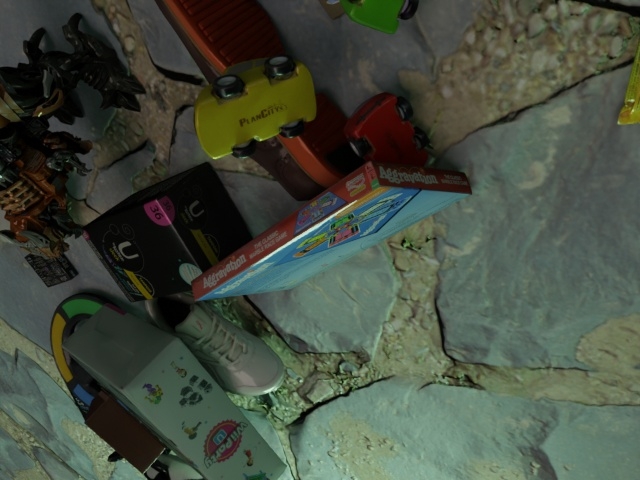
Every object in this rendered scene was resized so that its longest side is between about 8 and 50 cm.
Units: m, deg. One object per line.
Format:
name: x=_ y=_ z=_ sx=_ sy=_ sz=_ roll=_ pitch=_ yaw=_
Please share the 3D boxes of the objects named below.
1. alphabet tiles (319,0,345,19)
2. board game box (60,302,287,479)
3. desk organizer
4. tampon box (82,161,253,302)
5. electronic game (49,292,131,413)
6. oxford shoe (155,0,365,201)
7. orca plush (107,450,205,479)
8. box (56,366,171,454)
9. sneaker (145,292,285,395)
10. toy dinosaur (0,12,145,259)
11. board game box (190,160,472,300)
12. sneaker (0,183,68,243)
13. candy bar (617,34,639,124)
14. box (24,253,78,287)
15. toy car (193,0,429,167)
alphabet tiles: x=0.012 y=-0.318 z=0.362 sx=0.342 sy=0.011 sz=0.285 roll=-18 pitch=126 yaw=38
board game box: x=-0.213 y=0.246 z=0.818 sx=0.223 sy=0.097 sz=0.304 roll=11 pitch=139 yaw=47
desk organizer: x=-0.296 y=0.286 z=0.826 sx=0.047 sy=0.050 sz=0.130 roll=2 pitch=133 yaw=53
tampon box: x=-0.191 y=-0.006 z=0.692 sx=0.160 sy=0.101 sz=0.121 roll=-14 pitch=114 yaw=37
electronic game: x=-0.383 y=0.200 z=0.953 sx=0.229 sy=0.048 sz=0.230 roll=7 pitch=107 yaw=25
oxford shoe: x=-0.076 y=-0.145 z=0.534 sx=0.098 sy=0.097 sz=0.271 roll=-27 pitch=107 yaw=46
orca plush: x=-0.307 y=0.468 z=1.064 sx=0.287 sy=0.102 sz=0.151 roll=5 pitch=159 yaw=26
box: x=-0.391 y=0.315 z=1.075 sx=0.220 sy=0.051 sz=0.175 roll=7 pitch=125 yaw=25
sneaker: x=-0.154 y=0.138 z=0.760 sx=0.232 sy=0.090 sz=0.115 roll=27 pitch=158 yaw=9
toy dinosaur: x=-0.326 y=-0.145 z=0.592 sx=0.164 sy=0.218 sz=0.322 roll=19 pitch=129 yaw=18
board game box: x=0.000 y=0.000 z=0.566 sx=0.281 sy=0.145 sz=0.027 roll=-30 pitch=72 yaw=41
sneaker: x=-0.502 y=-0.086 z=0.812 sx=0.292 sy=0.108 sz=0.169 roll=23 pitch=128 yaw=13
candy bar: x=0.245 y=-0.156 z=0.388 sx=0.040 sy=0.018 sz=0.162 roll=7 pitch=125 yaw=21
box: x=-0.459 y=0.043 z=0.939 sx=0.083 sy=0.018 sz=0.067 roll=-16 pitch=113 yaw=37
toy car: x=0.025 y=-0.159 z=0.442 sx=0.053 sy=0.238 sz=0.225 roll=48 pitch=124 yaw=44
